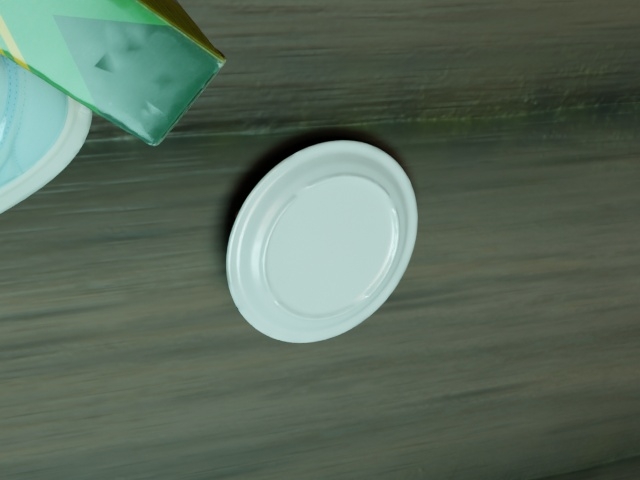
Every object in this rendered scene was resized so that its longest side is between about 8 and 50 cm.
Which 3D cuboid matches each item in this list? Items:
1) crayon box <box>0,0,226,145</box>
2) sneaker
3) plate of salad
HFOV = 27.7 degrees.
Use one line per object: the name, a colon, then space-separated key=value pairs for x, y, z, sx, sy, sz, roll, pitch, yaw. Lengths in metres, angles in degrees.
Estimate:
crayon box: x=-0.227 y=-0.203 z=0.822 sx=0.318 sy=0.202 sz=0.081 roll=33 pitch=103 yaw=-39
sneaker: x=-0.337 y=-0.027 z=0.892 sx=0.366 sy=0.135 sz=0.150 roll=-41 pitch=160 yaw=6
plate of salad: x=0.000 y=0.000 z=1.190 sx=0.200 sy=0.048 sz=0.200 roll=-13 pitch=118 yaw=-27
